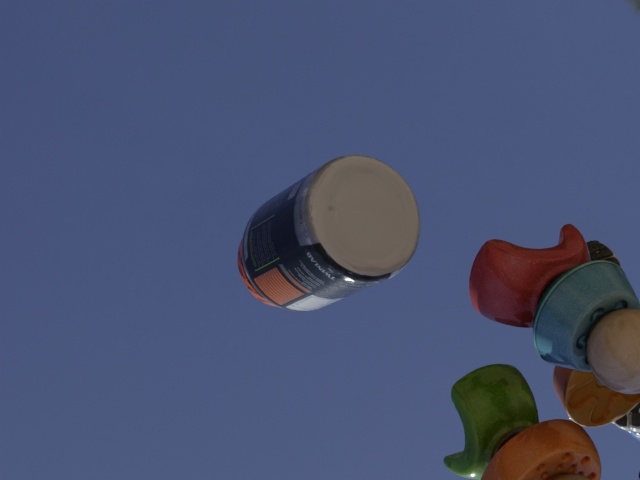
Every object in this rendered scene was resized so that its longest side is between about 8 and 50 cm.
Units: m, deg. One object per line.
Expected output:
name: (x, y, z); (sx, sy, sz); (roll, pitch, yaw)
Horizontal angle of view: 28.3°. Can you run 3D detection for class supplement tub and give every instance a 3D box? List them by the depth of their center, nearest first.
supplement tub: (0.000, 0.000, 1.171); (0.117, 0.190, 0.117); (7, -106, -25)

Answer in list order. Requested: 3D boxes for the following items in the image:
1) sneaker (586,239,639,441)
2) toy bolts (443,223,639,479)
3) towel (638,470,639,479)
sneaker: (0.391, 0.143, 1.720); (0.147, 0.129, 0.330); (51, -161, -46)
toy bolts: (0.215, 0.111, 0.966); (0.218, 0.229, 0.158); (-16, -146, -23)
towel: (0.416, 0.172, 1.057); (0.040, 0.271, 0.370); (36, 174, 45)
